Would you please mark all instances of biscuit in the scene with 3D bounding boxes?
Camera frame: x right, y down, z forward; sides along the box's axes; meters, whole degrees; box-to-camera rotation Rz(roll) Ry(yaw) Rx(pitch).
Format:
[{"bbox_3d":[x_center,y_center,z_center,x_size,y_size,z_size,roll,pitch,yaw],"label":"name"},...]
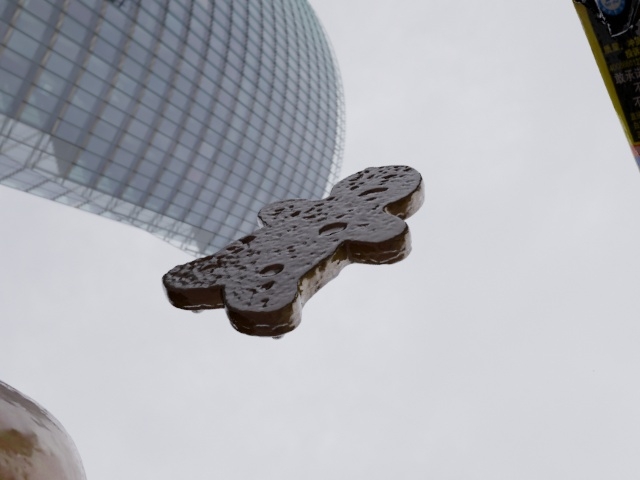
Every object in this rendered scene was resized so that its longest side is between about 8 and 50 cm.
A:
[{"bbox_3d":[0.000,0.001,0.506,0.138,0.205,0.031,11,-52,42],"label":"biscuit"}]

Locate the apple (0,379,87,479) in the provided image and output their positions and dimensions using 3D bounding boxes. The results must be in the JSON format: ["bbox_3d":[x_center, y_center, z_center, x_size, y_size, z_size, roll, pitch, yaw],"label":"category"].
[{"bbox_3d":[-0.315,0.206,0.510,0.309,0.250,0.277,-33,-157,47],"label":"apple"}]

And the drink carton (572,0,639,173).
[{"bbox_3d":[0.187,-0.057,0.343,0.071,0.056,0.165,-32,-76,-21],"label":"drink carton"}]
